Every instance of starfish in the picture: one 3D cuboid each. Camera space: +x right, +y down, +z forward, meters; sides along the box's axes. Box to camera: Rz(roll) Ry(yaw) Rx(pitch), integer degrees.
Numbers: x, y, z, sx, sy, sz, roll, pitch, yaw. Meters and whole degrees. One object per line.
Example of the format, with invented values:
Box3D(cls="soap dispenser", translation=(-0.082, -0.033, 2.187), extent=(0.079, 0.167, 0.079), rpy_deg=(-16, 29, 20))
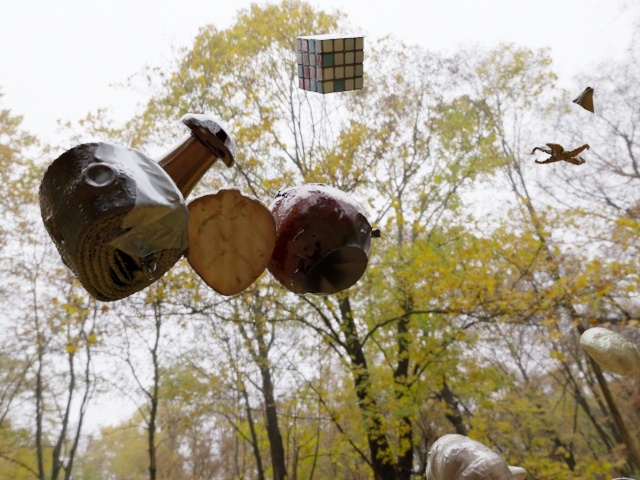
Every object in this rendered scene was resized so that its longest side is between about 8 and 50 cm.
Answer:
Box3D(cls="starfish", translation=(0.858, -0.314, 1.532), extent=(0.150, 0.053, 0.209), rpy_deg=(26, -10, -16))

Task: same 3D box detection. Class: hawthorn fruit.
Box3D(cls="hawthorn fruit", translation=(-0.016, 0.003, 1.074), extent=(0.316, 0.316, 0.316), rpy_deg=(-8, -42, -7))

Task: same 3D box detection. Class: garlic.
Box3D(cls="garlic", translation=(0.340, 0.496, 0.885), extent=(0.212, 0.218, 0.218), rpy_deg=(-9, -39, -27))

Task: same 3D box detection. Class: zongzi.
Box3D(cls="zongzi", translation=(0.832, -0.430, 1.330), extent=(0.040, 0.083, 0.076), rpy_deg=(-45, -7, -2))

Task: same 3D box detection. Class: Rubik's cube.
Box3D(cls="Rubik's cube", translation=(0.030, -0.542, 1.317), extent=(0.154, 0.151, 0.155), rpy_deg=(-19, -58, -27))

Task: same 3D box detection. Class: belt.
Box3D(cls="belt", translation=(-0.297, -0.010, 0.654), extent=(0.184, 0.164, 0.289), rpy_deg=(-32, -14, -27))

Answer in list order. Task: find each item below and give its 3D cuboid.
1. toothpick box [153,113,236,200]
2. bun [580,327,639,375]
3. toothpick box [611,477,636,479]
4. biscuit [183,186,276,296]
Box3D(cls="toothpick box", translation=(-0.381, -0.222, 1.227), extent=(0.294, 0.192, 0.192), rpy_deg=(-45, -43, -7))
Box3D(cls="bun", translation=(0.615, 0.230, 0.909), extent=(0.069, 0.115, 0.115), rpy_deg=(-46, -46, 0))
Box3D(cls="toothpick box", translation=(0.729, 0.664, 0.999), extent=(0.111, 0.111, 0.181), rpy_deg=(-16, -75, 3))
Box3D(cls="biscuit", translation=(-0.198, 0.008, 0.922), extent=(0.203, 0.041, 0.260), rpy_deg=(1, -63, -10))
